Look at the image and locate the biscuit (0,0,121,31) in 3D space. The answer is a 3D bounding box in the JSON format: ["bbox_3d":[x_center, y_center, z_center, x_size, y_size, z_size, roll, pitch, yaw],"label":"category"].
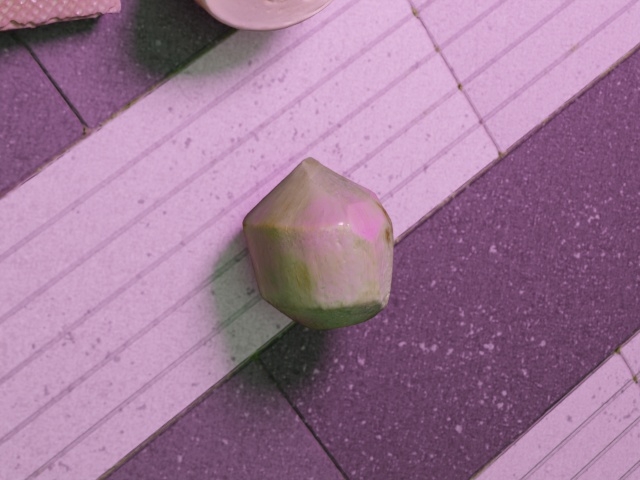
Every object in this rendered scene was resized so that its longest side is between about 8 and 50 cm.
[{"bbox_3d":[-0.455,-0.307,1.210,0.426,0.078,0.144,-15,115,-27],"label":"biscuit"}]

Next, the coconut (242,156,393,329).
[{"bbox_3d":[0.000,0.000,1.386,0.205,0.236,0.235,-6,100,15],"label":"coconut"}]

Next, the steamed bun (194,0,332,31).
[{"bbox_3d":[-0.071,-0.378,1.326,0.250,0.200,0.154,-26,128,-13],"label":"steamed bun"}]
